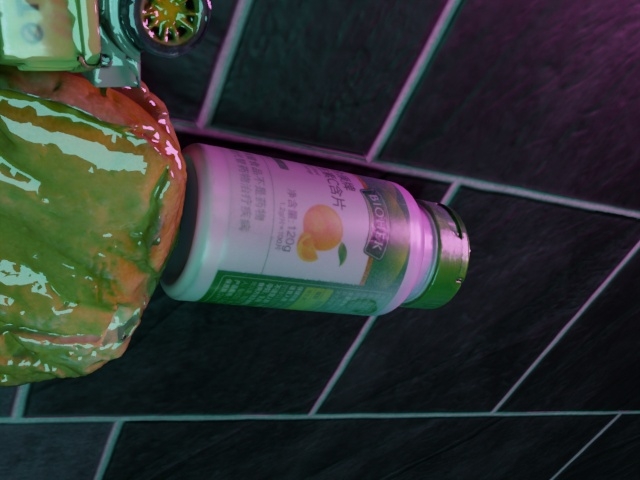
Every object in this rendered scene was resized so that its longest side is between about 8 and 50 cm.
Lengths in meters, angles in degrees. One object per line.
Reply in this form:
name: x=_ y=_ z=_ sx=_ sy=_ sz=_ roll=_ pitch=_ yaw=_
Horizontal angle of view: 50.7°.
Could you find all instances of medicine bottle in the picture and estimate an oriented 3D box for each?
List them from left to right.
medicine bottle: x=0.000 y=0.000 z=0.615 sx=0.274 sy=0.133 sz=0.133 roll=8 pitch=128 yaw=-29

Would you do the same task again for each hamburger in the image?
hamburger: x=-0.237 y=-0.020 z=0.490 sx=0.259 sy=0.144 sz=0.283 roll=17 pitch=118 yaw=-31

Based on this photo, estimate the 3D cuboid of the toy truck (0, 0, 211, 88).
toy truck: x=-0.141 y=-0.210 z=0.318 sx=0.157 sy=0.124 sz=0.272 roll=-13 pitch=125 yaw=-32
